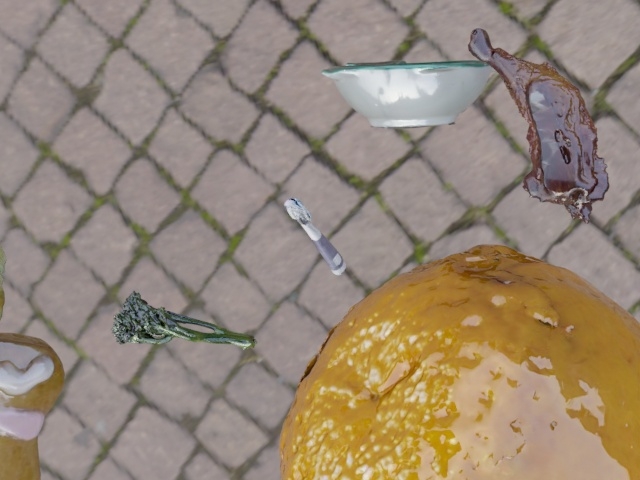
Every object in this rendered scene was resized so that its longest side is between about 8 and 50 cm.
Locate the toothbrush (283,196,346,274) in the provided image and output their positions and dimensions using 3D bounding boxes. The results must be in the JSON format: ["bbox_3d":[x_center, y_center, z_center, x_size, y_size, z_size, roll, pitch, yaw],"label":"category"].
[{"bbox_3d":[0.000,0.000,1.674,0.026,0.288,0.024,38,84,19],"label":"toothbrush"}]

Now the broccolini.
[{"bbox_3d":[-0.178,0.114,1.835,0.201,0.058,0.074,7,77,-11],"label":"broccolini"}]

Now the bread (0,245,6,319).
[{"bbox_3d":[-0.199,-0.050,0.455,0.098,0.087,0.269,0,140,20],"label":"bread"}]

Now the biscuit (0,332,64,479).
[{"bbox_3d":[-0.313,0.290,1.201,0.064,0.283,0.432,-143,47,-58],"label":"biscuit"}]

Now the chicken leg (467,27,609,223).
[{"bbox_3d":[0.217,-0.117,1.339,0.089,0.048,0.219,-23,91,22],"label":"chicken leg"}]

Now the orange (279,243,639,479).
[{"bbox_3d":[0.141,0.182,1.112,0.293,0.341,0.340,33,121,-32],"label":"orange"}]

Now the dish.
[{"bbox_3d":[0.106,-0.179,1.672,0.224,0.246,0.078,-5,99,-15],"label":"dish"}]
